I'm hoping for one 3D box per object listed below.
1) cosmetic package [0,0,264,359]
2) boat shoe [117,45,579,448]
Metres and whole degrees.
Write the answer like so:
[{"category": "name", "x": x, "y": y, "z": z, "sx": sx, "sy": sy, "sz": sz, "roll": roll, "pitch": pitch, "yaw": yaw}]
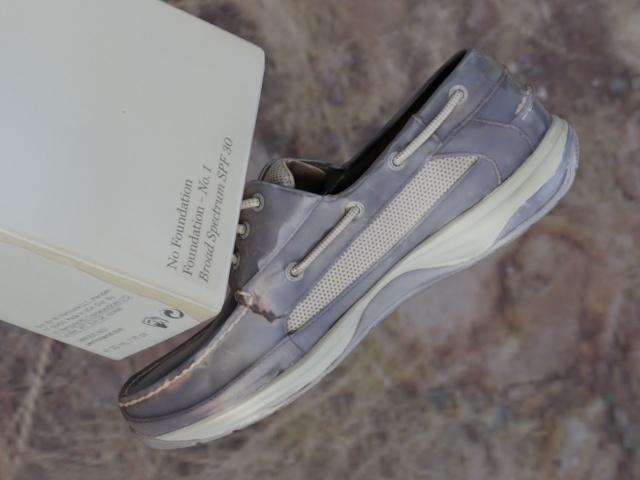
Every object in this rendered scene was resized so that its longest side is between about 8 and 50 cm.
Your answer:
[{"category": "cosmetic package", "x": -0.191, "y": -0.069, "z": 0.830, "sx": 0.309, "sy": 0.113, "sz": 0.160, "roll": 22, "pitch": 62, "yaw": -30}, {"category": "boat shoe", "x": 0.000, "y": 0.000, "z": 1.135, "sx": 0.130, "sy": 0.355, "sz": 0.132, "roll": 53, "pitch": 5, "yaw": -10}]
